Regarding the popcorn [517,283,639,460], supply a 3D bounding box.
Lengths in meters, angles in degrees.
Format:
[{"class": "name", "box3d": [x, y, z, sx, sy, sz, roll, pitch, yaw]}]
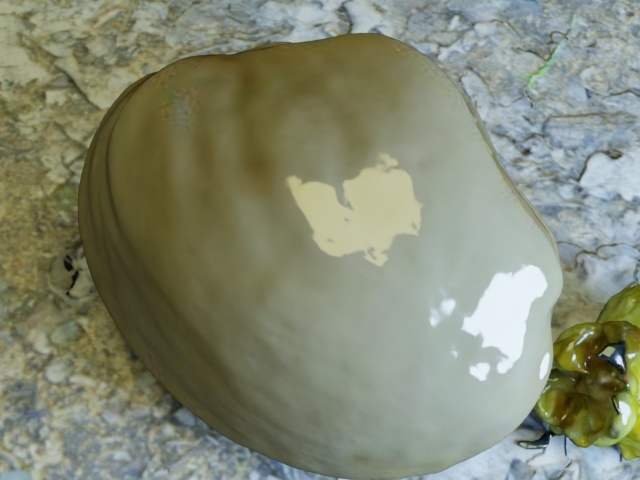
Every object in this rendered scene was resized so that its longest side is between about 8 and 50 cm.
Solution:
[{"class": "popcorn", "box3d": [0.294, 0.129, 1.070, 0.195, 0.173, 0.168, -26, 87, -31]}]

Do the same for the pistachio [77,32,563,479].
[{"class": "pistachio", "box3d": [0.000, 0.000, 1.027, 0.445, 0.281, 0.365, 32, 93, 8]}]
